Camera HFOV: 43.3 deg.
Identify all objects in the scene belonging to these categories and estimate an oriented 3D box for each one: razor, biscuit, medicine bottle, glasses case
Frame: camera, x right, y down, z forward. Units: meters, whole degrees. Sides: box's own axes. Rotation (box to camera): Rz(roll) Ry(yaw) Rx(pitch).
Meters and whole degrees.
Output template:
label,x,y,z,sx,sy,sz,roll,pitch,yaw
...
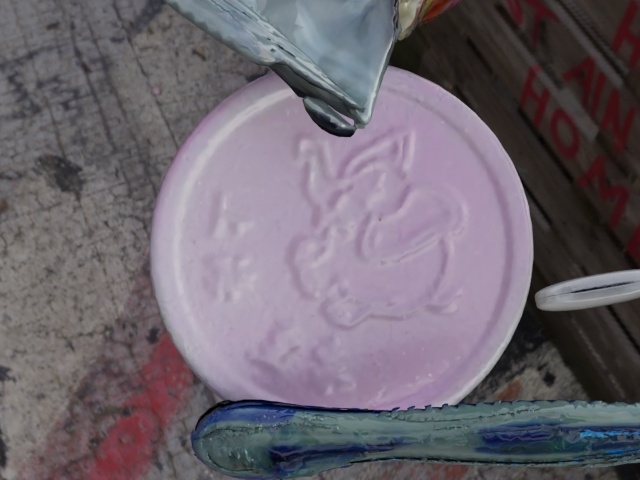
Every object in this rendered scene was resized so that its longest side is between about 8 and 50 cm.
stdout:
label,x,y,z,sx,sy,sz,roll,pitch,yaw
razor,0.088,0.078,0.348,0.324,0.056,0.093,-9,95,14
biscuit,0.025,-0.171,0.422,0.186,0.079,0.309,43,45,7
medicine bottle,0.000,0.000,0.578,0.212,0.325,0.211,0,92,-4
glasses case,0.433,0.078,1.256,0.194,0.074,0.049,-12,78,8
